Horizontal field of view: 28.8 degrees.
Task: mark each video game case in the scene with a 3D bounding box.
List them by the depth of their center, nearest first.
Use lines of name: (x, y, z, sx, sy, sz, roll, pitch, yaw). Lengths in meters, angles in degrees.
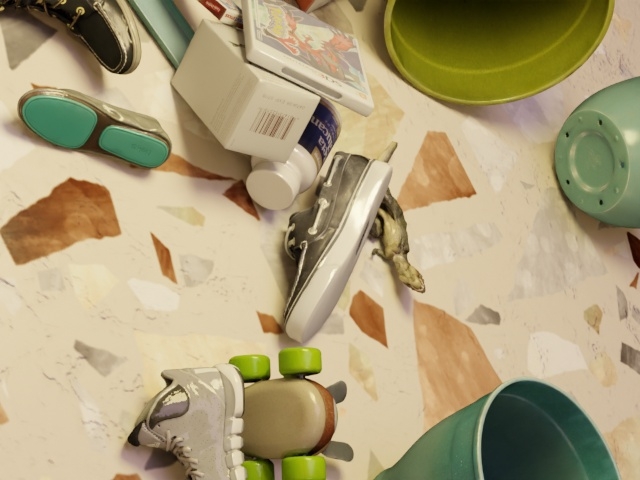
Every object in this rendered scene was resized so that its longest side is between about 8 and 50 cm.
video game case: (-0.020, -0.257, 1.664, 0.183, 0.023, 0.201, 24, 29, -21)

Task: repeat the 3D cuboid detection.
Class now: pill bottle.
pill bottle: (-0.039, -0.121, 1.718, 0.094, 0.094, 0.169, 43, 45, -17)

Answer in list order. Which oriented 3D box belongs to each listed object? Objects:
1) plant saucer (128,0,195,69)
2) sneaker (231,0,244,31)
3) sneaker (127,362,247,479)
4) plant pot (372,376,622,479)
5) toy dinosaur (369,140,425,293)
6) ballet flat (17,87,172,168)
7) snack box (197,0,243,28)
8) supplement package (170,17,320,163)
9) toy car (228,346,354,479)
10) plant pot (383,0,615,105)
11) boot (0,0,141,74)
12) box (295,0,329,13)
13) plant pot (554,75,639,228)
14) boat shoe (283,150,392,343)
plant saucer: (-0.228, -0.318, 1.710, 0.192, 0.018, 0.067, 56, 41, -5)
sneaker: (-0.071, -0.312, 1.789, 0.087, 0.092, 0.228, -17, 86, -48)
sneaker: (-0.154, 0.252, 1.411, 0.132, 0.086, 0.228, 4, 69, -23)
plant pot: (0.198, 0.340, 1.557, 0.272, 0.255, 0.271, 24, 51, -34)
toy dinosaur: (0.090, -0.044, 1.830, 0.118, 0.064, 0.268, 23, 50, -46)
ballet flat: (-0.281, -0.144, 1.530, 0.213, 0.072, 0.068, 20, 27, -37)
snack box: (-0.174, -0.354, 1.712, 0.178, 0.022, 0.064, 43, 17, 22)
supplement package: (-0.101, -0.198, 1.640, 0.105, 0.105, 0.179, 11, 27, -40)
toy car: (-0.012, 0.220, 1.521, 0.188, 0.149, 0.155, 15, 69, -53)
plant pot: (0.266, -0.477, 2.080, 0.366, 0.366, 0.353, 27, 38, -31)
boot: (-0.343, -0.291, 1.531, 0.179, 0.085, 0.236, -24, 78, -47)
box: (-0.023, -0.551, 1.864, 0.168, 0.215, 0.345, -32, 91, -17)
plant pot: (0.559, -0.151, 2.200, 0.235, 0.293, 0.293, -10, 74, -31)
boat shoe: (0.000, 0.000, 1.688, 0.102, 0.108, 0.301, 20, 62, 10)
